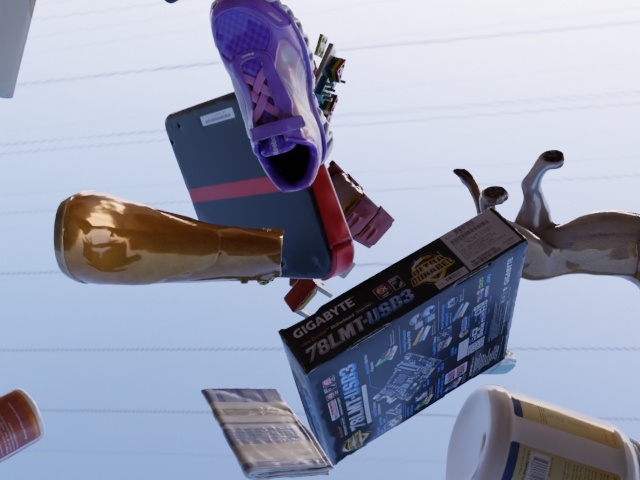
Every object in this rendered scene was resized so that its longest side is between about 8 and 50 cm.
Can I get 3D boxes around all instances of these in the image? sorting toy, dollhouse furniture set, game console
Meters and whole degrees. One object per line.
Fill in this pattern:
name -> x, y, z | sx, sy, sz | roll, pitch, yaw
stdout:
sorting toy -> 0.022, -0.365, 1.501 | 0.046, 0.274, 0.132 | 20, -102, 12
dollhouse furniture set -> 0.000, 0.000, 1.765 | 0.374, 0.152, 0.201 | -50, -138, 8
game console -> -0.118, -0.091, 1.156 | 0.060, 0.342, 0.386 | -27, -164, -38

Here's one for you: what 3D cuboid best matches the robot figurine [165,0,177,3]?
robot figurine -> -0.326, -0.636, 1.361 | 0.278, 0.173, 0.209 | -23, -124, 23

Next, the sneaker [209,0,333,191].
sneaker -> -0.049, -0.146, 0.693 | 0.095, 0.236, 0.104 | -8, -138, 18

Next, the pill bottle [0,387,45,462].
pill bottle -> -0.669, 0.391, 1.279 | 0.121, 0.121, 0.216 | 24, -146, 33

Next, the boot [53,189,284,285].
boot -> -0.150, 0.003, 0.749 | 0.211, 0.104, 0.295 | 2, 176, 5

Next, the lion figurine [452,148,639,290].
lion figurine -> 0.378, 0.007, 0.892 | 0.392, 0.240, 0.142 | 10, -133, 23

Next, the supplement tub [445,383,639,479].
supplement tub -> 0.404, 0.404, 1.145 | 0.316, 0.228, 0.228 | 19, -137, -2

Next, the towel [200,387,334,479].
towel -> -0.121, 0.408, 1.398 | 0.209, 0.034, 0.285 | 10, -162, -34

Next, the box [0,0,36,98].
box -> -0.312, -0.293, 0.562 | 0.121, 0.311, 0.148 | 11, -172, -45

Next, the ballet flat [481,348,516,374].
ballet flat -> 0.402, 0.282, 1.572 | 0.091, 0.241, 0.077 | -42, -120, 15

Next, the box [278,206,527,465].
box -> 0.109, 0.133, 0.815 | 0.293, 0.295, 0.073 | -28, -126, -12
